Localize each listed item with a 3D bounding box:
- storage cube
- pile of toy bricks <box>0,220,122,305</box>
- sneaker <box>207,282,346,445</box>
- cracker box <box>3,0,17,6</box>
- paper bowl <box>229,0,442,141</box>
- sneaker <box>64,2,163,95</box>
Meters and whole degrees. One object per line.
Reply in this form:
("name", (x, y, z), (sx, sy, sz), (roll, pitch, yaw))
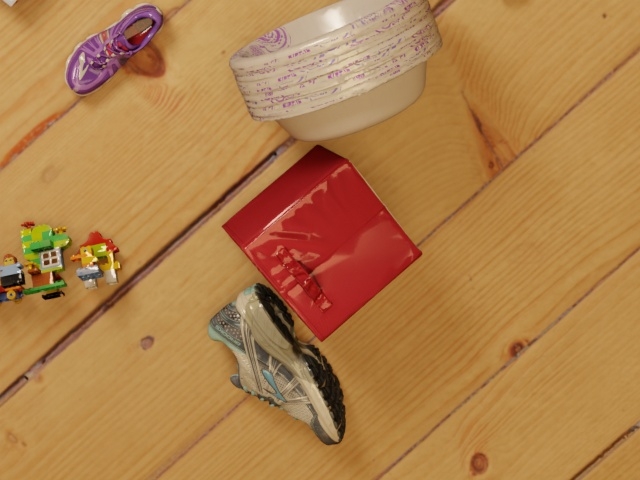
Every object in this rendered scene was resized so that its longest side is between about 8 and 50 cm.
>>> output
("storage cube", (0.000, 0.000, 1.963), (0.193, 0.215, 0.184), (-41, 106, -4))
("pile of toy bricks", (-0.402, 0.021, 1.965), (0.212, 0.118, 0.105), (-12, 73, 3))
("sneaker", (-0.063, 0.199, 2.071), (0.122, 0.110, 0.283), (-29, 105, 17))
("cracker box", (-0.458, -0.449, 1.847), (0.232, 0.067, 0.156), (40, 95, -15))
("paper bowl", (0.029, -0.234, 1.869), (0.284, 0.284, 0.148), (-23, 107, -3))
("sneaker", (-0.291, -0.270, 1.917), (0.170, 0.071, 0.068), (-43, 106, 3))
